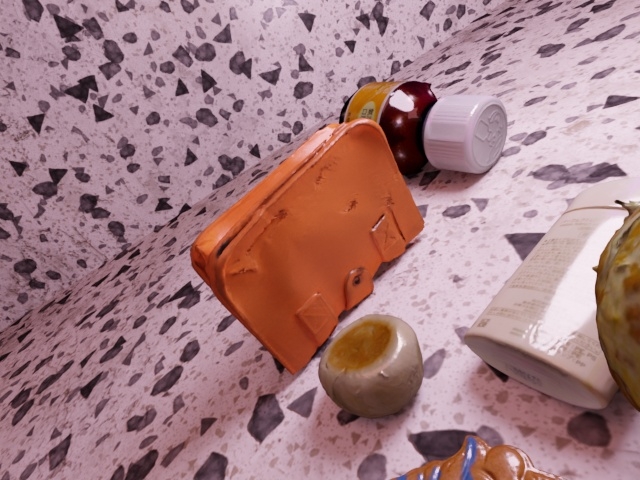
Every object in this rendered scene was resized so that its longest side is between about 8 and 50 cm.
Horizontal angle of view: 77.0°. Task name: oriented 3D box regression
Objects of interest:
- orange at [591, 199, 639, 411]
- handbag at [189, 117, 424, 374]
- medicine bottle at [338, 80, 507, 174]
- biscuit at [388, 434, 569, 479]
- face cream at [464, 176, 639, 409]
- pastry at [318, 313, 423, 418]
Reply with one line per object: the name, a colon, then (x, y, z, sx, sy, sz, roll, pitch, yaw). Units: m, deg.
orange: (0.374, 0.052, 0.261, 0.330, 0.248, 0.329, -7, 15, 2)
handbag: (0.000, 0.000, 0.733, 0.410, 0.303, 0.116, -46, 31, -19)
medicine bottle: (0.245, -0.283, 1.002, 0.242, 0.242, 0.395, -46, 35, -22)
biscuit: (0.169, 0.280, 0.387, 0.281, 0.043, 0.183, -17, 34, 34)
face cream: (0.355, 0.040, 0.523, 0.348, 0.081, 0.174, -43, 29, -19)
pastry: (0.075, 0.180, 0.587, 0.157, 0.091, 0.156, -22, 30, 14)
